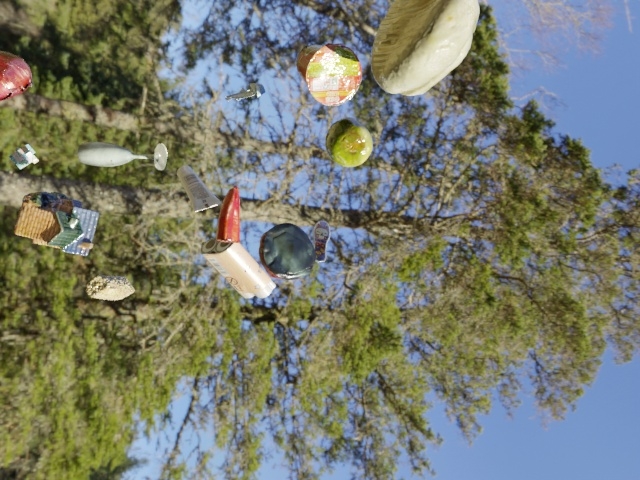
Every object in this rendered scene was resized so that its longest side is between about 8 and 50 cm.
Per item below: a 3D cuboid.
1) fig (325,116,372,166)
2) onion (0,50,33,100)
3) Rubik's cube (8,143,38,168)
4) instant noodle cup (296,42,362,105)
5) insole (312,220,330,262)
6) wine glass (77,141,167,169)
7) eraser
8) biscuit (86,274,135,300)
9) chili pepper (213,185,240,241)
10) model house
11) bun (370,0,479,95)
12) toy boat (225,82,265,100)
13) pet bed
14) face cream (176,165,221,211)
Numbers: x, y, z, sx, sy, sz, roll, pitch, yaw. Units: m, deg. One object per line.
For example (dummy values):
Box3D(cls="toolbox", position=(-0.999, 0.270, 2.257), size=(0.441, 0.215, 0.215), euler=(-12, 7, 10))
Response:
Box3D(cls="fig", position=(0.081, -0.337, 1.690), size=(0.233, 0.167, 0.167), euler=(16, -81, 60))
Box3D(cls="onion", position=(-0.966, -0.501, 1.455), size=(0.147, 0.183, 0.184), euler=(92, -14, -61))
Box3D(cls="Rubik's cube", position=(-1.117, -0.321, 1.857), size=(0.073, 0.084, 0.075), euler=(-73, 151, -57))
Box3D(cls="instant noodle cup", position=(0.010, -0.564, 1.609), size=(0.193, 0.193, 0.212), euler=(-68, -151, 22))
Box3D(cls="insole", position=(0.000, 0.000, 1.711), size=(0.004, 0.065, 0.197), euler=(115, -12, -46))
Box3D(cls="wine glass", position=(-0.460, -0.199, 1.135), size=(0.066, 0.197, 0.066), euler=(5, 90, -80))
Box3D(cls="eraser", position=(-0.314, 0.108, 1.855), size=(0.171, 0.291, 0.087), euler=(-3, -131, 32))
Box3D(cls="biscuit", position=(-0.657, 0.146, 1.537), size=(0.082, 0.168, 0.070), euler=(-35, -101, 3))
Box3D(cls="chili pepper", position=(-0.257, -0.077, 1.420), size=(0.064, 0.088, 0.169), euler=(4, -96, 16))
Box3D(cls="model house", position=(-0.746, -0.045, 1.427), size=(0.183, 0.172, 0.167), euler=(29, 79, -84))
Box3D(cls="bun", position=(0.301, -0.569, 1.386), size=(0.365, 0.219, 0.365), euler=(-45, -146, 41))
Box3D(cls="toy boat", position=(-0.265, -0.535, 1.773), size=(0.105, 0.149, 0.034), euler=(31, -41, 37))
Box3D(cls="pet bed", position=(-0.109, 0.037, 1.592), size=(0.053, 0.201, 0.202), euler=(-20, -111, 56))
Box3D(cls="face cream", position=(-0.425, -0.177, 1.672), size=(0.244, 0.092, 0.058), euler=(49, -28, 40))
